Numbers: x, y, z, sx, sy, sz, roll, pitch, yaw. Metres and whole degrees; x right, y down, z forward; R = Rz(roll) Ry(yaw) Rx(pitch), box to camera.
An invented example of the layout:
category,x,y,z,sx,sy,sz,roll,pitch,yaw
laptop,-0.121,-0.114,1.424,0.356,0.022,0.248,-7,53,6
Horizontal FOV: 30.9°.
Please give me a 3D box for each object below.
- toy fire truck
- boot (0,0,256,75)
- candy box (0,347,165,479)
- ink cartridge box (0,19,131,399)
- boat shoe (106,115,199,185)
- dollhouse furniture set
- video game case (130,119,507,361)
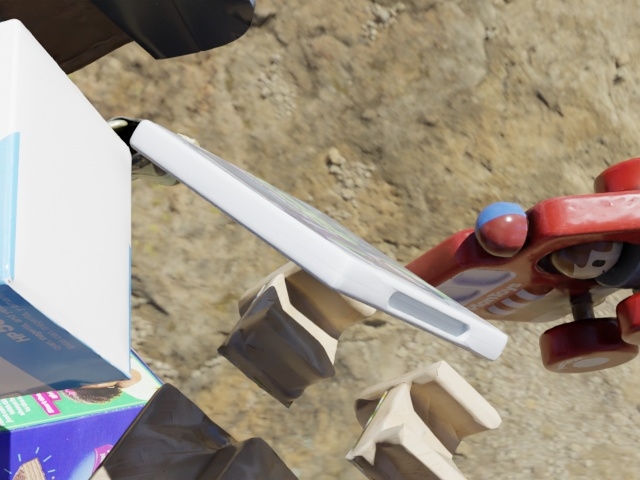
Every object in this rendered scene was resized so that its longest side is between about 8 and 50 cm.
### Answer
category,x,y,z,sx,sy,sz,roll,pitch,yaw
toy fire truck,0.231,0.024,1.133,0.302,0.254,0.169,143,126,-58
boot,-0.115,-0.132,0.495,0.219,0.082,0.106,1,65,24
candy box,-0.314,0.256,1.090,0.122,0.317,0.268,34,119,41
ink cartridge box,-0.146,0.002,0.384,0.143,0.090,0.092,-11,64,11
boat shoe,-0.226,-0.109,1.331,0.223,0.073,0.080,8,67,49
dollhouse furniture set,-0.144,0.168,0.848,0.394,0.256,0.362,43,56,-11
video game case,0.000,0.000,0.684,0.190,0.173,0.022,34,94,40
